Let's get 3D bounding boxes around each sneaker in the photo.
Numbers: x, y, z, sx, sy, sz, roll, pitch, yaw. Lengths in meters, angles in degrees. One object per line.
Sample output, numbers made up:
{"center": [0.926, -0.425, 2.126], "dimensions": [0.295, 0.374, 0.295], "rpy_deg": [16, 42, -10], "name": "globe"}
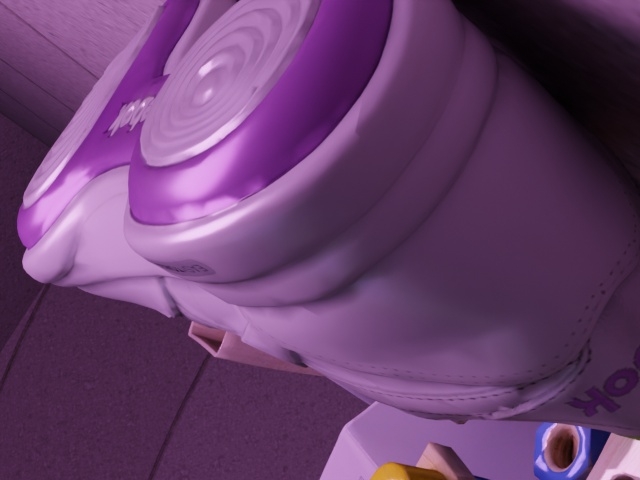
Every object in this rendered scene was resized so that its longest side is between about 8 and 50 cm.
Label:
{"center": [0.000, 0.000, 0.482], "dimensions": [0.152, 0.114, 0.305], "rpy_deg": [35, 175, -17], "name": "sneaker"}

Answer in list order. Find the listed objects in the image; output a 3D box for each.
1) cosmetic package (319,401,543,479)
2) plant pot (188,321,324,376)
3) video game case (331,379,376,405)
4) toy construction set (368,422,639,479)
{"center": [0.107, 0.221, 0.778], "dimensions": [0.284, 0.097, 0.377], "rpy_deg": [48, 161, 13], "name": "cosmetic package"}
{"center": [0.001, 0.019, 0.848], "dimensions": [0.096, 0.109, 0.109], "rpy_deg": [21, 178, -13], "name": "plant pot"}
{"center": [0.007, 0.036, 1.042], "dimensions": [0.190, 0.022, 0.173], "rpy_deg": [37, -161, -50], "name": "video game case"}
{"center": [0.136, 0.164, 0.467], "dimensions": [0.151, 0.215, 0.328], "rpy_deg": [4, -127, -42], "name": "toy construction set"}
